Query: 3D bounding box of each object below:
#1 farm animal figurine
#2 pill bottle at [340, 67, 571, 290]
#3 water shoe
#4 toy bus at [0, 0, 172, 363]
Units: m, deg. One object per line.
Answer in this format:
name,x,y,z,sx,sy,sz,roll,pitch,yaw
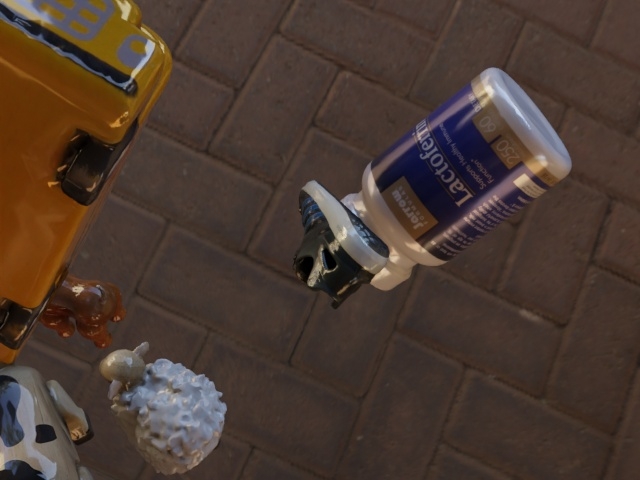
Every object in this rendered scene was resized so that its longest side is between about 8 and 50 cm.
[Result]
farm animal figurine,-0.293,0.149,0.801,0.330,0.172,0.326,-40,58,-16
pill bottle,0.145,-0.065,1.099,0.264,0.153,0.153,-39,78,21
water shoe,0.000,0.000,0.882,0.073,0.203,0.080,42,93,-17
toy bus,-0.178,-0.039,0.545,0.108,0.333,0.130,31,51,-10
